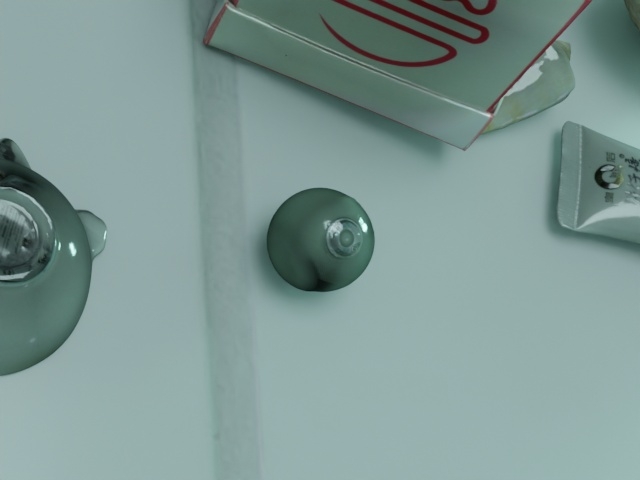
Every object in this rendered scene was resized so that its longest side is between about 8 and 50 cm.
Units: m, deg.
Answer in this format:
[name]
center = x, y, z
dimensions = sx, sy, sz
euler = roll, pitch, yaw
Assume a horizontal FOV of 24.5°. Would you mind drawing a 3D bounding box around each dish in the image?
[dish]
center = -0.292, -0.001, 1.272
dimensions = 0.228, 0.086, 0.236
euler = 46, 55, -5

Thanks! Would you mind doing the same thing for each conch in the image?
[conch]
center = 0.214, -0.177, 1.649
dimensions = 0.176, 0.094, 0.104
euler = -36, 103, -8

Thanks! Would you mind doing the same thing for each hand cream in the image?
[hand cream]
center = 0.409, -0.039, 1.691
dimensions = 0.314, 0.089, 0.140
euler = 14, 62, -15

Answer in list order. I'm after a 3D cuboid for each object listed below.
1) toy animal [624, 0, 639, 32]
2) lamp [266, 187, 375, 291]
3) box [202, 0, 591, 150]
[toy animal]
center = 0.494, -0.299, 1.778
dimensions = 0.358, 0.188, 0.227
euler = -29, 96, -36
[lamp]
center = 0.000, 0.000, 1.426
dimensions = 0.105, 0.105, 0.105
euler = 11, 65, -25
[box]
center = 0.099, -0.331, 1.482
dimensions = 0.312, 0.300, 0.314
euler = 21, 61, -10
